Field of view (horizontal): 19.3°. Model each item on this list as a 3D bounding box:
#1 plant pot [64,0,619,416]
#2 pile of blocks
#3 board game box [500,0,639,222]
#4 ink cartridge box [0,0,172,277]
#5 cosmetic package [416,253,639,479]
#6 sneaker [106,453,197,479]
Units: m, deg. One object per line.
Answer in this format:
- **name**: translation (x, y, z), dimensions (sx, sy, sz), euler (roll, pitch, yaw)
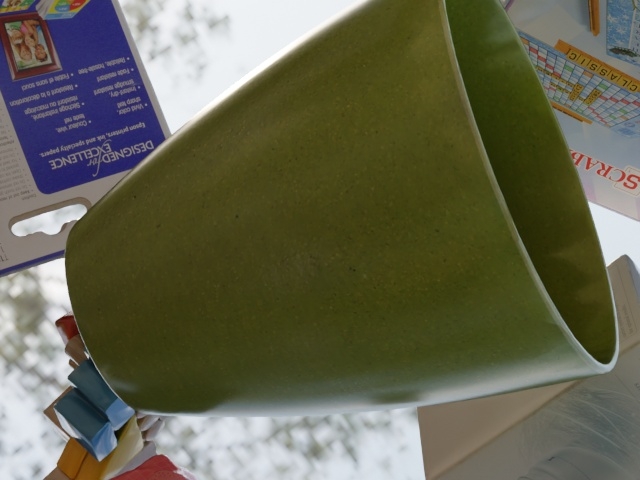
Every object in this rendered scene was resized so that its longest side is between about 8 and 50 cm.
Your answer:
- **plant pot**: translation (0.000, 0.000, 1.179), dimensions (0.293, 0.275, 0.275), euler (-21, -140, 17)
- **pile of blocks**: translation (-0.143, 0.047, 1.397), dimensions (0.112, 0.149, 0.362), euler (38, -72, 23)
- **board game box**: translation (0.294, -0.157, 1.553), dimensions (0.066, 0.318, 0.318), euler (-82, -162, -49)
- **ink cartridge box**: translation (-0.313, -0.117, 1.863), dimensions (0.303, 0.307, 0.072), euler (-18, 173, -23)
- **cosmetic package**: translation (0.235, 0.177, 1.562), dimensions (0.224, 0.224, 0.138), euler (-36, -157, 18)
- **sneaker**: translation (-0.170, 0.249, 1.329), dimensions (0.314, 0.116, 0.136), euler (-37, -155, 45)
